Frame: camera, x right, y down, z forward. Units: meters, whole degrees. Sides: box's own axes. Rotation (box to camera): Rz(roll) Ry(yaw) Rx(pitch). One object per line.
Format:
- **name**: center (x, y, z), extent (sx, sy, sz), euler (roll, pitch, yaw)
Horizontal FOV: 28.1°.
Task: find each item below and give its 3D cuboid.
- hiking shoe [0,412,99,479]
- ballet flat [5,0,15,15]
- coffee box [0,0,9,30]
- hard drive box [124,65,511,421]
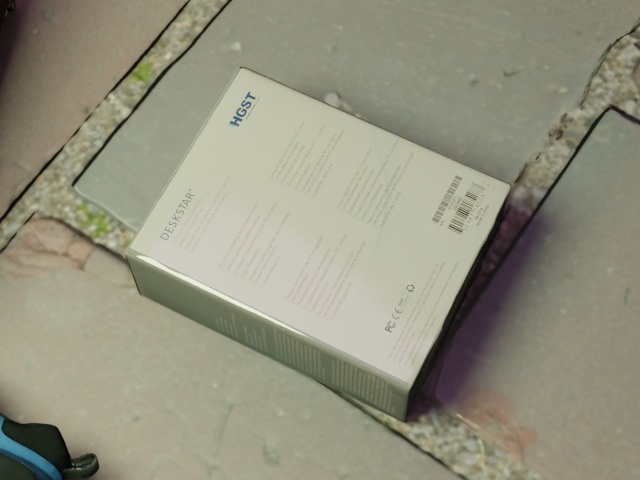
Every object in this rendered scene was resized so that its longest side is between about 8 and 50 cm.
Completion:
- **hiking shoe**: center (-0.316, 0.132, 0.923), extent (0.304, 0.113, 0.132), euler (30, 40, 19)
- **ballet flat**: center (-0.304, -0.176, 1.077), extent (0.114, 0.041, 0.041), euler (-39, 72, -14)
- **coffee box**: center (-0.337, -0.106, 0.949), extent (0.118, 0.168, 0.297), euler (11, 77, 5)
- **hard drive box**: center (0.000, 0.000, 0.967), extent (0.232, 0.089, 0.181), euler (26, 69, 11)
